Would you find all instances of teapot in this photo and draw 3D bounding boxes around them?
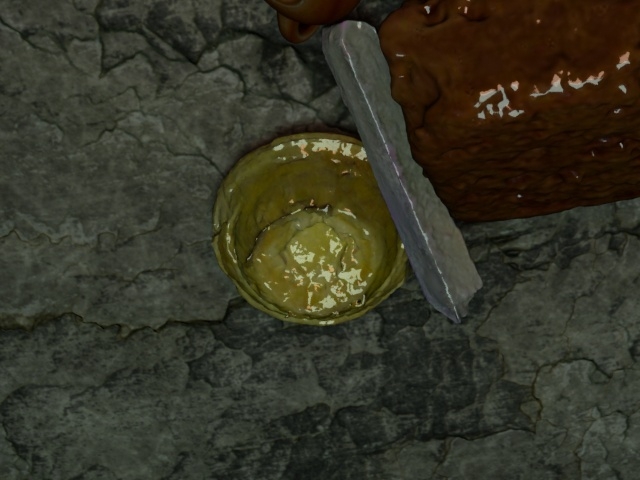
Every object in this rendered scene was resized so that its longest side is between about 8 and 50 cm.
[{"bbox_3d":[-0.008,-0.323,1.915,0.178,0.135,0.252,41,153,24],"label":"teapot"}]

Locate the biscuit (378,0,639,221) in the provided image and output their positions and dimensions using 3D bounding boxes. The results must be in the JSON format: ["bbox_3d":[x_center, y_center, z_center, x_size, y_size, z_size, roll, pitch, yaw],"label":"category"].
[{"bbox_3d":[0.265,-0.152,1.880,0.342,0.166,0.395,-9,160,15],"label":"biscuit"}]

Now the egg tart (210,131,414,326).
[{"bbox_3d":[0.000,0.000,2.135,0.290,0.115,0.290,0,124,0],"label":"egg tart"}]

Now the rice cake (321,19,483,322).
[{"bbox_3d":[0.100,-0.087,2.049,0.064,0.070,0.399,-31,109,-23],"label":"rice cake"}]
